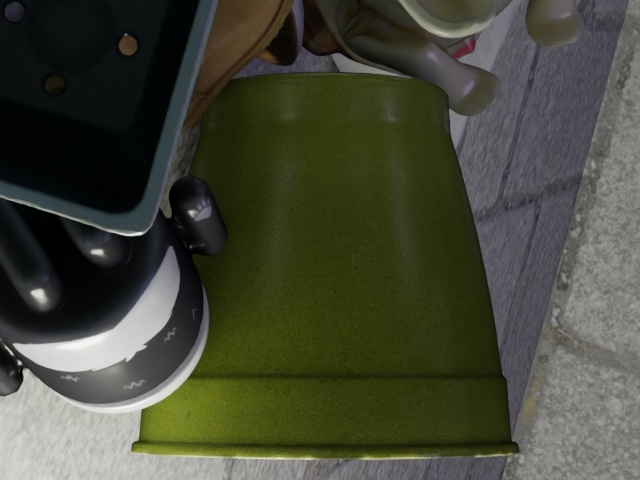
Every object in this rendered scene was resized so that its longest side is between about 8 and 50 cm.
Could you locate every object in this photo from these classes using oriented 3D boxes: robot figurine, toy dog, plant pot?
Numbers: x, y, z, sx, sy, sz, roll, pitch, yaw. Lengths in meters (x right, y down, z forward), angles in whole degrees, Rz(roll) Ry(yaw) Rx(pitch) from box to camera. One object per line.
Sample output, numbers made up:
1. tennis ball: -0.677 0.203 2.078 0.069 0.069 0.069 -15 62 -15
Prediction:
1. robot figurine: -0.194 0.037 1.587 0.278 0.209 0.173 65 28 -63
2. toy dog: 0.081 -0.299 1.890 0.284 0.395 0.408 -52 174 -16
3. plant pot: -0.190 -0.157 1.323 0.252 0.247 0.247 -61 167 -87
4. plant pot: 0.006 0.027 1.808 0.366 0.367 0.353 15 74 -72

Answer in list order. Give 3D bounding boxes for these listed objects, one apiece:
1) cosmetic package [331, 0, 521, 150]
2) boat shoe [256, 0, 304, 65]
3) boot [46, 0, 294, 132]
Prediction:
1. cosmetic package: 0.129 -0.287 2.302 0.284 0.097 0.377 -63 156 -16
2. boat shoe: -0.054 -0.280 1.812 0.096 0.098 0.277 -62 158 -28
3. boot: -0.138 -0.171 1.613 0.236 0.089 0.269 -58 165 16
